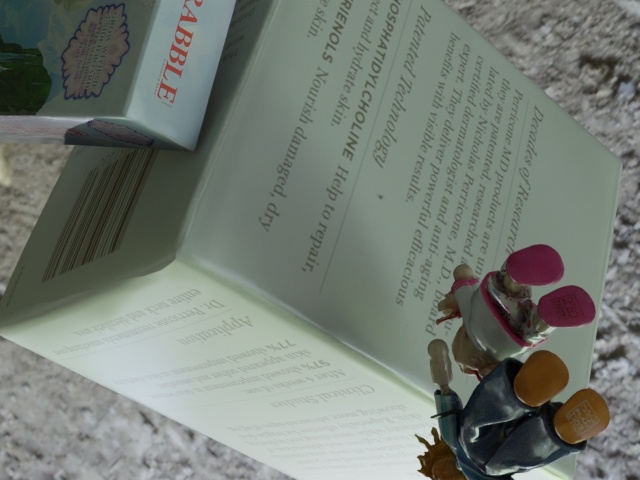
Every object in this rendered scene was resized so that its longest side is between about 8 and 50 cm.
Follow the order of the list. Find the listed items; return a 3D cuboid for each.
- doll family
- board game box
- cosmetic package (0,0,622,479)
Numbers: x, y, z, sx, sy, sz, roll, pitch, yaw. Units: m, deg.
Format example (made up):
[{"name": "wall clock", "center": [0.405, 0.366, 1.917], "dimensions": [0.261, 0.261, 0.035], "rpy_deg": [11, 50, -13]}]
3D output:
[{"name": "doll family", "center": [0.123, 0.138, 0.567], "dimensions": [0.263, 0.118, 0.163], "rpy_deg": [56, 155, 16]}, {"name": "board game box", "center": [-0.176, -0.229, 0.735], "dimensions": [0.317, 0.319, 0.066], "rpy_deg": [6, 168, 41]}, {"name": "cosmetic package", "center": [0.000, 0.000, 0.862], "dimensions": [0.393, 0.328, 0.329], "rpy_deg": [33, 149, -29]}]
